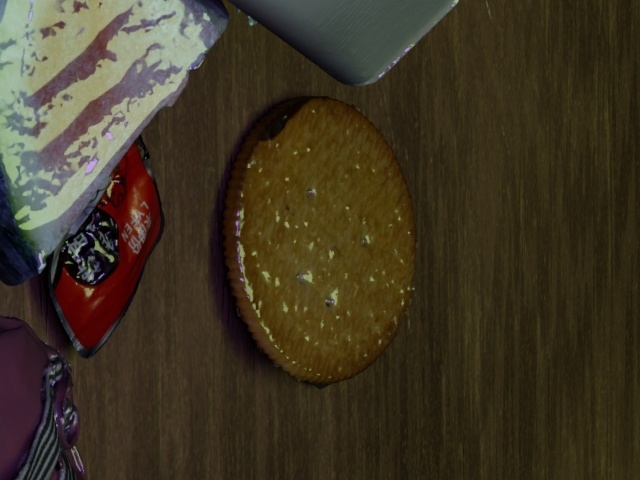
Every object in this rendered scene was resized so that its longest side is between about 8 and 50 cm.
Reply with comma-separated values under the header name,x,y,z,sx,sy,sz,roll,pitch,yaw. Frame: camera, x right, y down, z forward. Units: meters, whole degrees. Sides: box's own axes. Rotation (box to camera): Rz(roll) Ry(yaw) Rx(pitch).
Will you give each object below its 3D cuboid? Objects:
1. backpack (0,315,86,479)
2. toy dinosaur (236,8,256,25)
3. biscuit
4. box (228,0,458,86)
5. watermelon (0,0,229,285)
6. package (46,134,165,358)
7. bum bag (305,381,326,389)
name,x,y,z,sx,sy,sz,roll,pitch,yaw
backpack,-0.285,0.207,1.533,0.317,0.197,0.283,-53,135,-41
toy dinosaur,-0.107,-0.265,1.876,0.242,0.053,0.167,-38,119,-39
biscuit,0.000,0.000,2.073,0.305,0.038,0.305,6,82,-49
box,-0.071,-0.319,1.620,0.177,0.352,0.344,-45,157,7
watermelon,-0.186,-0.158,1.549,0.258,0.228,0.387,-5,99,-28
package,-0.204,-0.051,1.757,0.194,0.071,0.269,-53,149,-37
bum bag,0.001,0.099,2.129,0.058,0.034,0.124,-20,111,-56
